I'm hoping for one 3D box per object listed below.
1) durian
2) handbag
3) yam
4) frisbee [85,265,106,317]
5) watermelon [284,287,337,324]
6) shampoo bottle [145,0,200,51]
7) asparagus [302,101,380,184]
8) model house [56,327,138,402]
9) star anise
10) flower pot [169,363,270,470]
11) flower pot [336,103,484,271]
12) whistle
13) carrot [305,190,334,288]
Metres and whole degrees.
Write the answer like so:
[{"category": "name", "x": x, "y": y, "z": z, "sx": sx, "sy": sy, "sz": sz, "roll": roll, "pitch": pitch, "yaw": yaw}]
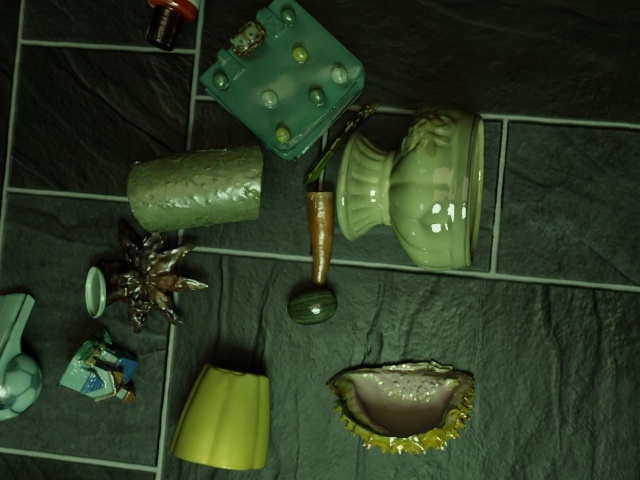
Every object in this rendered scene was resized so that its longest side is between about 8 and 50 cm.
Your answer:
[{"category": "durian", "x": 0.154, "y": 0.344, "z": 1.073, "sx": 0.305, "sy": 0.195, "sz": 0.185, "roll": 6, "pitch": 96, "yaw": 3}, {"category": "handbag", "x": -0.078, "y": -0.336, "z": 1.149, "sx": 0.269, "sy": 0.100, "sz": 0.274, "roll": -45, "pitch": 86, "yaw": 4}, {"category": "yam", "x": -0.238, "y": -0.107, "z": 1.123, "sx": 0.268, "sy": 0.161, "sz": 0.161, "roll": -9, "pitch": 88, "yaw": -2}, {"category": "frisbee", "x": -0.476, "y": 0.109, "z": 1.175, "sx": 0.014, "sy": 0.110, "sz": 0.110, "roll": 2, "pitch": 89, "yaw": -38}, {"category": "watermelon", "x": -0.019, "y": 0.137, "z": 1.145, "sx": 0.111, "sy": 0.078, "sz": 0.078, "roll": -15, "pitch": 88, "yaw": 10}, {"category": "shampoo bottle", "x": -0.298, "y": -0.540, "z": 1.170, "sx": 0.104, "sy": 0.104, "sz": 0.278, "roll": 18, "pitch": 91, "yaw": 5}, {"category": "asparagus", "x": 0.039, "y": -0.208, "z": 1.171, "sx": 0.034, "sy": 0.027, "sz": 0.236, "roll": 41, "pitch": 92, "yaw": 25}, {"category": "model house", "x": -0.441, "y": 0.277, "z": 1.157, "sx": 0.149, "sy": 0.148, "sz": 0.119, "roll": 32, "pitch": 87, "yaw": -8}, {"category": "star anise", "x": -0.372, "y": 0.067, "z": 1.163, "sx": 0.272, "sy": 0.102, "sz": 0.272, "roll": 0, "pitch": 88, "yaw": 10}, {"category": "flower pot", "x": -0.188, "y": 0.347, "z": 1.112, "sx": 0.195, "sy": 0.195, "sz": 0.179, "roll": 9, "pitch": 77, "yaw": 5}, {"category": "flower pot", "x": 0.171, "y": -0.100, "z": 1.037, "sx": 0.244, "sy": 0.307, "sz": 0.307, "roll": 4, "pitch": 89, "yaw": 19}, {"category": "whistle", "x": -0.666, "y": 0.271, "z": 1.182, "sx": 0.163, "sy": 0.163, "sz": 0.289, "roll": -3, "pitch": 51, "yaw": 5}, {"category": "carrot", "x": 0.000, "y": 0.000, "z": 1.162, "sx": 0.061, "sy": 0.061, "sz": 0.209, "roll": -1, "pitch": 94, "yaw": 5}]
